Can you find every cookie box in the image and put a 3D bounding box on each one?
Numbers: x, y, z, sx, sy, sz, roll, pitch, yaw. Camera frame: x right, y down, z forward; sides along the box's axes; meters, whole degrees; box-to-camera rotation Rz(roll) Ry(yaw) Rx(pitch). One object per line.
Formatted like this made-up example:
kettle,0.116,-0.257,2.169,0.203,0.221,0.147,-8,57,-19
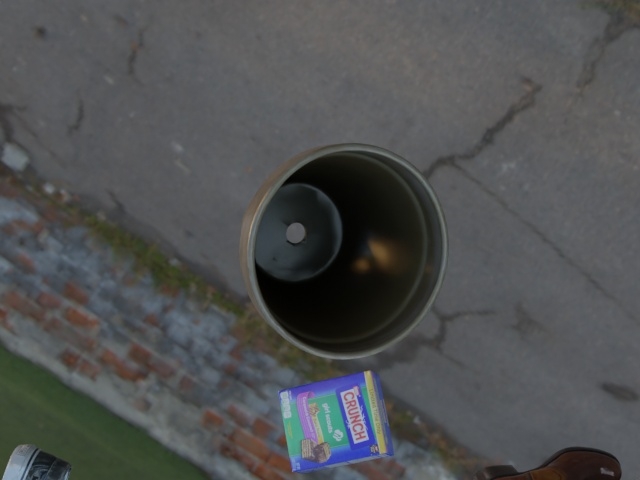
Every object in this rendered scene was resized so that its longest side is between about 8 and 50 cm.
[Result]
cookie box,0.017,0.197,1.174,0.107,0.091,0.040,-15,164,13

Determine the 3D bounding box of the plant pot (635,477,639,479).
plant pot,0.513,0.586,1.847,0.252,0.247,0.247,-29,94,26

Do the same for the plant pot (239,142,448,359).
plant pot,0.000,0.000,1.727,0.323,0.323,0.280,43,172,-20

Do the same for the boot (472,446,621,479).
boot,0.401,0.431,1.710,0.264,0.096,0.280,1,-164,-12

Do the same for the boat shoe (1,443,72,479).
boat shoe,-0.526,0.528,1.901,0.119,0.335,0.121,18,-172,5
